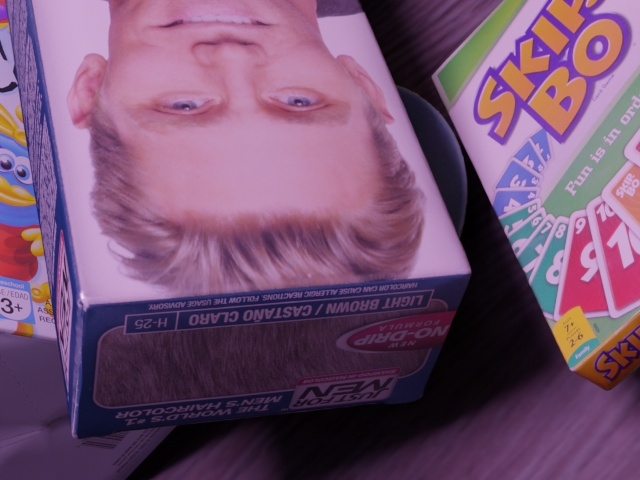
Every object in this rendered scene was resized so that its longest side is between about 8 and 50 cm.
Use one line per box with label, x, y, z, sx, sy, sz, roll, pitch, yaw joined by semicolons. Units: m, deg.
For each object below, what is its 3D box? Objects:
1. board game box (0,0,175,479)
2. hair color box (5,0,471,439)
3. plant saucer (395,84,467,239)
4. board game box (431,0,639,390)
board game box;-0.176;-0.007;0.740;0.144;0.142;0.275;-47;43;32
hair color box;-0.064;-0.078;0.658;0.174;0.105;0.347;-5;51;-18
plant saucer;0.000;0.000;0.719;0.195;0.037;0.195;-15;57;25
board game box;0.132;-0.060;0.626;0.124;0.039;0.259;-46;33;23
